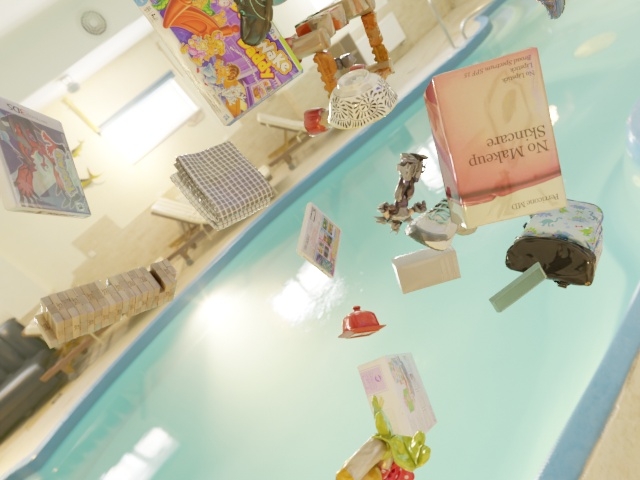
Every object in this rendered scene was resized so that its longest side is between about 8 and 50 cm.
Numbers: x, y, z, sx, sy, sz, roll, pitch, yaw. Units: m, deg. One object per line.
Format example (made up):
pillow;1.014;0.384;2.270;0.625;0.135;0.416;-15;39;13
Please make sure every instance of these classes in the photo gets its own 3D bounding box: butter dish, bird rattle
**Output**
butter dish;0.151;0.312;1.607;0.160;0.160;0.118;126;137;-61
bird rattle;0.089;0.429;0.782;0.207;0.253;0.143;-23;50;-36

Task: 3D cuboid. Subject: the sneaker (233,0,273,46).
sneaker;-0.137;-0.488;0.762;0.106;0.101;0.267;-9;-28;-22

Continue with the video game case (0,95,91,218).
video game case;-0.492;-0.140;0.716;0.023;0.201;0.183;-19;-2;5

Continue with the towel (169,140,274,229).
towel;-0.331;-0.198;1.391;0.235;0.283;0.121;-34;-14;-33

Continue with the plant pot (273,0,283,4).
plant pot;-0.163;-0.818;1.216;0.290;0.290;0.195;-37;-17;6

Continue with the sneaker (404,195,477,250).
sneaker;0.301;-0.069;0.982;0.110;0.122;0.283;34;37;30

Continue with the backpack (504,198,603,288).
backpack;0.890;-0.004;1.514;0.356;0.272;0.290;-13;20;-43

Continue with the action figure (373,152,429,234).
action figure;0.273;-0.144;1.361;0.186;0.284;0.099;-10;32;-33

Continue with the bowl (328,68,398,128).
bowl;0.085;-0.338;0.948;0.170;0.080;0.170;-15;42;14

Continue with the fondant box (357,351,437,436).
fondant box;0.244;0.476;1.264;0.096;0.330;0.238;-25;68;17

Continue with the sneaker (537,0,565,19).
sneaker;0.495;-0.601;0.951;0.087;0.221;0.083;-17;45;44

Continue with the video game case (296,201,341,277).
video game case;0.000;0.000;1.092;0.019;0.143;0.157;-16;49;35

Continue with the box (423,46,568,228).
box;0.264;-0.149;0.643;0.149;0.232;0.127;-14;5;9

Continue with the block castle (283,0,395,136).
block castle;0.043;-0.565;1.311;0.213;0.302;0.453;-3;38;35

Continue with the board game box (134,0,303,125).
board game box;-0.234;-0.483;0.969;0.234;0.347;0.078;-34;14;7

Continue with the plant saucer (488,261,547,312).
plant saucer;0.618;0.150;1.284;0.192;0.067;0.018;-39;23;3

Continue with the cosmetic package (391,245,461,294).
cosmetic package;0.408;0.107;1.603;0.238;0.127;0.107;-14;21;5

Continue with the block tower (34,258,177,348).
block tower;-0.538;0.152;1.075;0.336;0.091;0.097;-23;-32;-44
